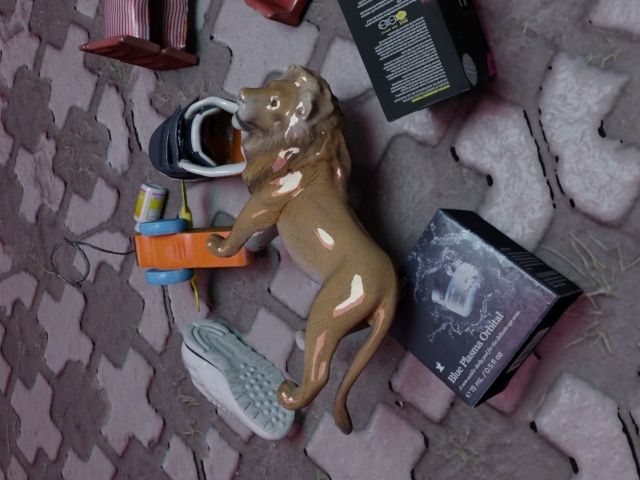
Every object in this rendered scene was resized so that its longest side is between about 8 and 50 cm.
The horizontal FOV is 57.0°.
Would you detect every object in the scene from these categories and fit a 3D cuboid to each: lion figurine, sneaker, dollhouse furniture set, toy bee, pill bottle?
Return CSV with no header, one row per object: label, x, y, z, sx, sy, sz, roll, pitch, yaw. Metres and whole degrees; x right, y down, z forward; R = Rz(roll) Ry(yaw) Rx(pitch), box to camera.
lion figurine,0.000,0.000,0.685,0.240,0.142,0.392,-43,69,25
sneaker,-0.128,0.220,0.889,0.235,0.090,0.094,40,125,33
dollhouse furniture set,-0.179,-0.384,0.864,0.374,0.152,0.201,3,92,36
sneaker,-0.178,-0.153,0.886,0.321,0.128,0.126,1,93,37
toy bee,-0.232,-0.001,0.926,0.299,0.162,0.195,17,101,7
pill bottle,-0.297,-0.055,1.020,0.043,0.043,0.083,27,105,32

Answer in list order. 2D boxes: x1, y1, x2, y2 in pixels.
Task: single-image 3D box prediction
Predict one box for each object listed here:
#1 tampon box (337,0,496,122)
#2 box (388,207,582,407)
tampon box,0.108,-0.232,0.649,0.102,0.120,0.160,-16,104,35
box,0.168,0.070,0.658,0.158,0.093,0.155,41,113,29
